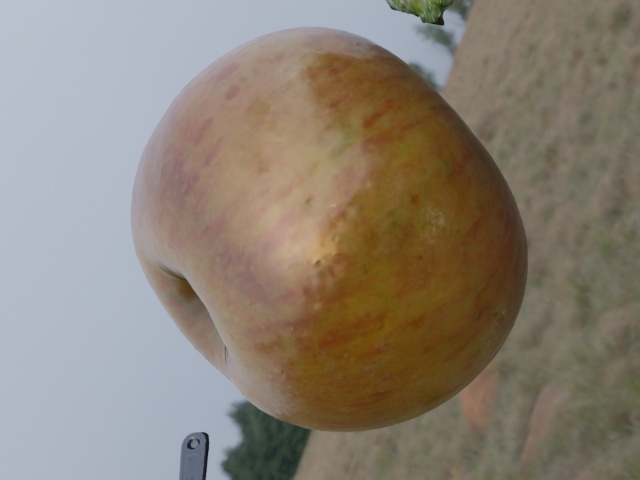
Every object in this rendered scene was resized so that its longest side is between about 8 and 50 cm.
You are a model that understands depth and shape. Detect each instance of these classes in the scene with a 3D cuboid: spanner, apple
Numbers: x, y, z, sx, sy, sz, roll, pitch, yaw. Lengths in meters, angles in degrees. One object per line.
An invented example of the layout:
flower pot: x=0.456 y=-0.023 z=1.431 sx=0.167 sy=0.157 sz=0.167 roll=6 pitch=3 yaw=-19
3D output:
spanner: x=-0.106 y=0.243 z=0.960 sx=0.209 sy=0.046 sz=0.012 roll=-90 pitch=-24 yaw=-43
apple: x=0.000 y=0.000 z=1.154 sx=0.333 sy=0.400 sz=0.400 roll=-41 pitch=-3 yaw=0

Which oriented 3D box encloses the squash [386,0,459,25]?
squash: x=0.149 y=-0.370 z=0.920 sx=0.308 sy=0.310 sz=0.310 roll=-28 pitch=-10 yaw=-8
